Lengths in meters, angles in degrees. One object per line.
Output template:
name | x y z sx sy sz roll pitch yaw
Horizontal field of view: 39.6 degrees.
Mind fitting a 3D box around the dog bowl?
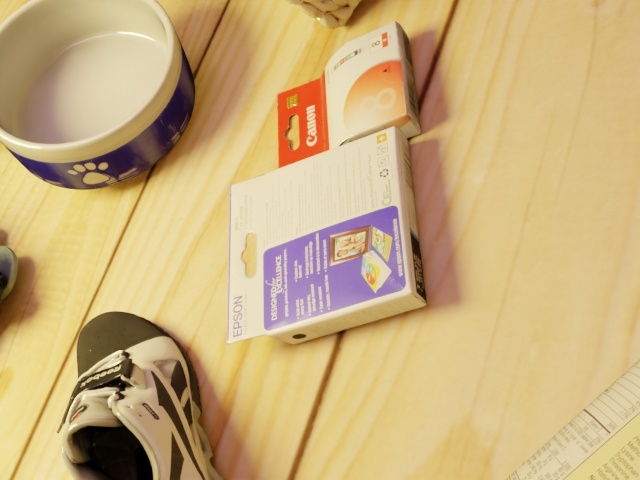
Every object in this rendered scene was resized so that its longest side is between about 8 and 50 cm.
dog bowl | -0.300 -0.201 1.148 0.265 0.104 0.264 -4 63 8

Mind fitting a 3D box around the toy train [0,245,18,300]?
toy train | -0.535 0.042 1.188 0.334 0.142 0.190 34 95 39

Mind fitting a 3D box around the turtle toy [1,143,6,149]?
turtle toy | -0.409 -0.164 1.270 0.095 0.066 0.130 -45 42 37

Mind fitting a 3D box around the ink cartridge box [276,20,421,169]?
ink cartridge box | 0.020 -0.158 1.012 0.179 0.045 0.145 -17 54 20

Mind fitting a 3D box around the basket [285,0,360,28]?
basket | -0.071 -0.479 1.052 0.266 0.328 0.331 -52 47 17

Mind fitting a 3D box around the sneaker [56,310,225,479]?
sneaker | -0.195 0.170 0.879 0.122 0.146 0.330 -42 47 5

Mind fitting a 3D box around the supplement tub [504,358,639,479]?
supplement tub | 0.252 0.178 0.526 0.325 0.235 0.235 -42 48 3

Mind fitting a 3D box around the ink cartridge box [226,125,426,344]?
ink cartridge box | 0.000 0.000 0.924 0.208 0.045 0.206 -17 55 22
